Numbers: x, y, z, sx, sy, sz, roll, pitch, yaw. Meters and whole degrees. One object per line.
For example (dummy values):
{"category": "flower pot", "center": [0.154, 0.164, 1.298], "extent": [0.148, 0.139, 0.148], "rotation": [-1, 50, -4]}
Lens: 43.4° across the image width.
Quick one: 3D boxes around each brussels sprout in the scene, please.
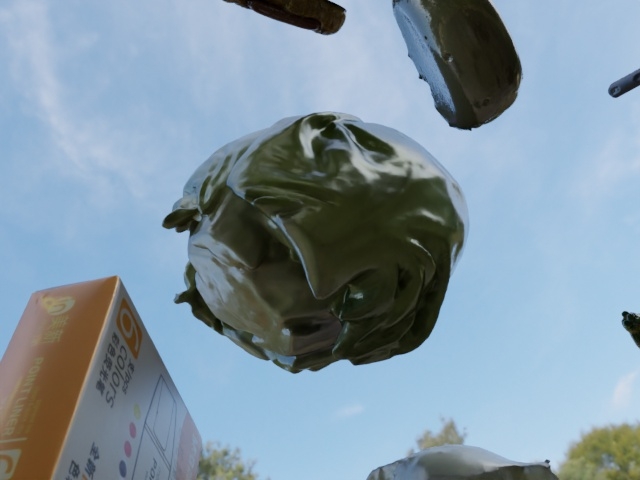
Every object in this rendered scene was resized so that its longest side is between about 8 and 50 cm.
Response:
{"category": "brussels sprout", "center": [0.007, -0.017, 1.119], "extent": [0.361, 0.425, 0.342], "rotation": [-44, -68, -29]}

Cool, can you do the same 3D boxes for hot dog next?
{"category": "hot dog", "center": [-0.059, -0.325, 1.097], "extent": [0.215, 0.047, 0.066], "rotation": [12, -17, -29]}

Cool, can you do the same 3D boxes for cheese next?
{"category": "cheese", "center": [0.155, -0.232, 0.931], "extent": [0.091, 0.175, 0.202], "rotation": [-29, -76, -2]}

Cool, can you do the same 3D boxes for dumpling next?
{"category": "dumpling", "center": [0.154, 0.314, 0.897], "extent": [0.215, 0.166, 0.126], "rotation": [-1, -13, 3]}

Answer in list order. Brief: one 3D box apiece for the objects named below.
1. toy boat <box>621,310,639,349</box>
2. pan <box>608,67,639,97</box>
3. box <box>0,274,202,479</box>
{"category": "toy boat", "center": [0.574, 0.160, 1.241], "extent": [0.088, 0.229, 0.089], "rotation": [65, -136, -70]}
{"category": "pan", "center": [0.576, -0.298, 1.340], "extent": [0.028, 0.136, 0.235], "rotation": [-19, -5, -32]}
{"category": "box", "center": [-0.179, 0.191, 0.616], "extent": [0.091, 0.274, 0.221], "rotation": [-11, -53, 8]}
